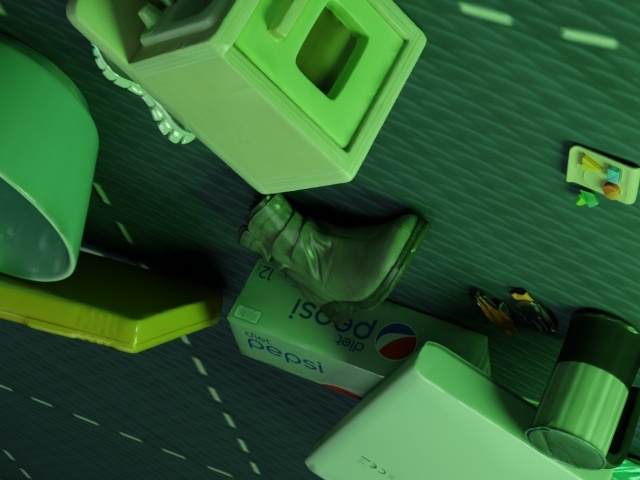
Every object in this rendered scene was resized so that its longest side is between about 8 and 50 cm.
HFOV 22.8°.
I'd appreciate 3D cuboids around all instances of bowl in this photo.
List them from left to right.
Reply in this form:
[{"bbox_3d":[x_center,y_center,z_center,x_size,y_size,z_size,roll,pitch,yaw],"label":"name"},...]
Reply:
[{"bbox_3d":[-0.357,-0.108,1.673,0.311,0.163,0.311,23,155,12],"label":"bowl"}]

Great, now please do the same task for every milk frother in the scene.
[{"bbox_3d":[0.294,0.154,1.541,0.129,0.135,0.143,34,155,-21],"label":"milk frother"}]

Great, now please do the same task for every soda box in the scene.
[{"bbox_3d":[0.044,0.119,1.786,0.286,0.091,0.098,19,155,18],"label":"soda box"}]

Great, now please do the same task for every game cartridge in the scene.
[{"bbox_3d":[-0.303,0.058,1.870,0.323,0.053,0.285,15,-171,16],"label":"game cartridge"}]

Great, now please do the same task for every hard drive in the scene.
[{"bbox_3d":[0.140,0.243,1.743,0.233,0.047,0.353,33,150,-4],"label":"hard drive"}]

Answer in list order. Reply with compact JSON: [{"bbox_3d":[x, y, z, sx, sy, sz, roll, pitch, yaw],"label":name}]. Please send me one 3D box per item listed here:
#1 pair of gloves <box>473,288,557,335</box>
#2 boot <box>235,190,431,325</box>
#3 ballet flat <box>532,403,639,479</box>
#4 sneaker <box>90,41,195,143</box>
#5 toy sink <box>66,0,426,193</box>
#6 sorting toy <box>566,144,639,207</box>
[{"bbox_3d":[0.200,0.073,1.633,0.083,0.010,0.074,-5,139,46],"label":"pair of gloves"},{"bbox_3d":[0.000,0.000,1.622,0.161,0.083,0.246,37,153,-7],"label":"boot"},{"bbox_3d":[0.318,0.273,1.809,0.247,0.087,0.083,26,156,5],"label":"ballet flat"},{"bbox_3d":[-0.146,-0.162,1.492,0.076,0.065,0.166,-14,138,34],"label":"sneaker"},{"bbox_3d":[-0.052,-0.170,1.250,0.234,0.153,0.131,43,152,-27],"label":"toy sink"},{"bbox_3d":[0.239,-0.047,1.353,0.062,0.012,0.083,20,154,16],"label":"sorting toy"}]
